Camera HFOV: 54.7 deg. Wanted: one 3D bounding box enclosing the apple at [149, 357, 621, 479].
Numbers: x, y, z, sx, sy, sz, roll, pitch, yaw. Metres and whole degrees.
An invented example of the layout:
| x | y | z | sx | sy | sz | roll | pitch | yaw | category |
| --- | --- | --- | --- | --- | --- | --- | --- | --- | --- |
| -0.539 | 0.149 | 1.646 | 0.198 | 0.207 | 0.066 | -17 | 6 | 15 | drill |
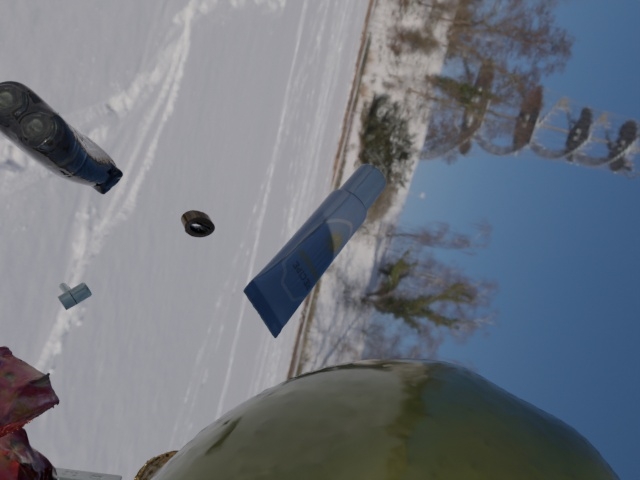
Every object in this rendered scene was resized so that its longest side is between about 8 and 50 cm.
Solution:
| x | y | z | sx | sy | sz | roll | pitch | yaw | category |
| --- | --- | --- | --- | --- | --- | --- | --- | --- | --- |
| 0.046 | 0.312 | 0.446 | 0.473 | 0.474 | 0.473 | -166 | -90 | -88 | apple |

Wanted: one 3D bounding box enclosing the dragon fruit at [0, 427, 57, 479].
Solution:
| x | y | z | sx | sy | sz | roll | pitch | yaw | category |
| --- | --- | --- | --- | --- | --- | --- | --- | --- | --- |
| -0.665 | 0.479 | 1.081 | 0.370 | 0.386 | 0.249 | 68 | -28 | 11 | dragon fruit |

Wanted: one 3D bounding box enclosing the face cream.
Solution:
| x | y | z | sx | sy | sz | roll | pitch | yaw | category |
| --- | --- | --- | --- | --- | --- | --- | --- | --- | --- |
| 0.000 | 0.000 | 1.175 | 0.385 | 0.086 | 0.135 | -51 | 134 | -28 | face cream |

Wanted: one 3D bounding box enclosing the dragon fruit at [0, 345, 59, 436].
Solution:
| x | y | z | sx | sy | sz | roll | pitch | yaw | category |
| --- | --- | --- | --- | --- | --- | --- | --- | --- | --- |
| -0.567 | 0.252 | 0.948 | 0.161 | 0.274 | 0.126 | 62 | 5 | 12 | dragon fruit |

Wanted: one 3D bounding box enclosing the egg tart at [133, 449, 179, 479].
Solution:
| x | y | z | sx | sy | sz | roll | pitch | yaw | category |
| --- | --- | --- | --- | --- | --- | --- | --- | --- | --- |
| -0.262 | 0.473 | 1.117 | 0.074 | 0.191 | 0.191 | 0 | 104 | -79 | egg tart |

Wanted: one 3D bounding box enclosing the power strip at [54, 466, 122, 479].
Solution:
| x | y | z | sx | sy | sz | roll | pitch | yaw | category |
| --- | --- | --- | --- | --- | --- | --- | --- | --- | --- |
| -0.600 | 0.564 | 1.429 | 0.098 | 0.338 | 0.058 | 141 | -41 | -76 | power strip |

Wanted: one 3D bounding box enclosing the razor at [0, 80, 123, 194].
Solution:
| x | y | z | sx | sy | sz | roll | pitch | yaw | category |
| --- | --- | --- | --- | --- | --- | --- | --- | --- | --- |
| -0.576 | -0.211 | 1.355 | 0.113 | 0.204 | 0.349 | -51 | 171 | -6 | razor |

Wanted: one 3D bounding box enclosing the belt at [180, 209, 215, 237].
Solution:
| x | y | z | sx | sy | sz | roll | pitch | yaw | category |
| --- | --- | --- | --- | --- | --- | --- | --- | --- | --- |
| -0.287 | -0.036 | 1.448 | 0.059 | 0.083 | 0.036 | -47 | -128 | 15 | belt |

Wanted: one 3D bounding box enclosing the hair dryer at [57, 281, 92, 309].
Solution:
| x | y | z | sx | sy | sz | roll | pitch | yaw | category |
| --- | --- | --- | --- | --- | --- | --- | --- | --- | --- |
| -0.716 | 0.146 | 1.775 | 0.137 | 0.082 | 0.047 | 21 | -42 | 52 | hair dryer |
